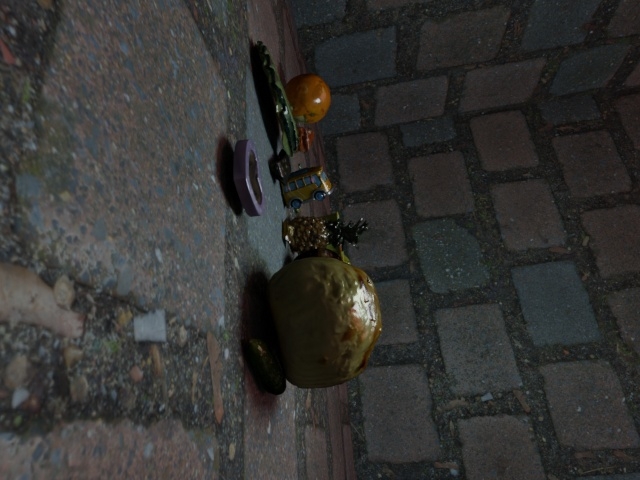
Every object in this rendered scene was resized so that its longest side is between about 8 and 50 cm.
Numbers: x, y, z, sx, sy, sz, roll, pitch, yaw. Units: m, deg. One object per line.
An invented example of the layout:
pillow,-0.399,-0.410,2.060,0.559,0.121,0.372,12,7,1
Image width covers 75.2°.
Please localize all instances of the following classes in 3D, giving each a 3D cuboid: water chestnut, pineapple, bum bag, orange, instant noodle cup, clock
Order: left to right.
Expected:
clock,-0.195,-0.155,1.055,0.172,0.064,0.198,-62,144,-79
bum bag,-0.148,-0.288,1.627,0.232,0.060,0.106,-83,162,-65
orange,-0.066,-0.692,2.037,0.240,0.240,0.239,-8,90,-83
instant noodle cup,0.000,0.000,1.958,0.264,0.200,0.264,-7,90,-84
water chestnut,0.016,0.165,1.615,0.300,0.300,0.299,-8,90,-83
pineapple,0.038,-0.033,1.743,0.169,0.341,0.169,-6,90,-80

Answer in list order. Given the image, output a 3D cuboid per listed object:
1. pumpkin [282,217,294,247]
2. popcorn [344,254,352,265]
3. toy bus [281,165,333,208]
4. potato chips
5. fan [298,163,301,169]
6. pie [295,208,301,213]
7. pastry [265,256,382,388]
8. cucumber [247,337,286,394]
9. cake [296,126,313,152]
pumpkin,-0.129,-0.027,1.629,0.073,0.035,0.101,55,29,-51
popcorn,0.072,0.179,2.272,0.276,0.226,0.276,-10,90,-87
toy bus,-0.061,-0.226,1.714,0.126,0.210,0.136,-81,152,-64
potato chips,-0.159,-0.545,1.626,0.429,0.070,0.358,67,9,-53
fan,-0.099,-0.329,2.302,0.038,0.016,0.193,-59,140,-75
pie,-0.111,-0.168,1.981,0.084,0.021,0.084,-10,90,-80
pastry,0.014,0.225,1.192,0.388,0.313,0.388,168,-90,-81
cucumber,-0.136,0.315,1.038,0.069,0.069,0.227,-90,166,-51
cake,-0.094,-0.579,2.264,0.287,0.098,0.135,-87,167,-57
